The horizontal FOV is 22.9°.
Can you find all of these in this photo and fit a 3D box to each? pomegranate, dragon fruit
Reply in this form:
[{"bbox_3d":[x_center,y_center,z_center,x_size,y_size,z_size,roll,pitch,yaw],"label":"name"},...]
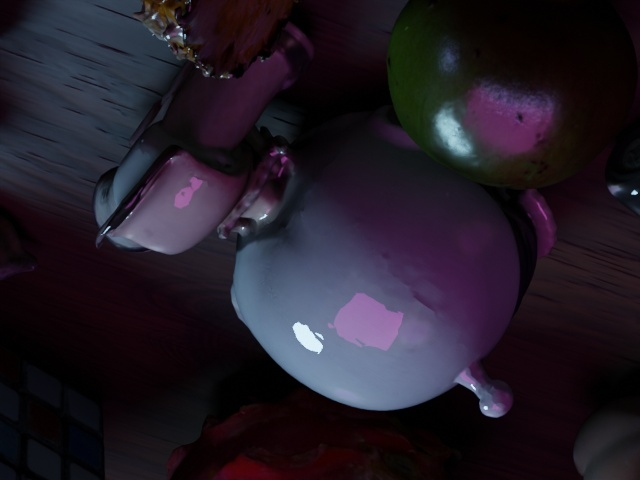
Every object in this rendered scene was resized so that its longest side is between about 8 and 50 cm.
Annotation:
[{"bbox_3d":[0.144,-0.147,1.117,0.182,0.181,0.224,12,125,-5],"label":"pomegranate"},{"bbox_3d":[-0.024,0.287,1.603,0.371,0.249,0.386,11,147,-29],"label":"dragon fruit"}]

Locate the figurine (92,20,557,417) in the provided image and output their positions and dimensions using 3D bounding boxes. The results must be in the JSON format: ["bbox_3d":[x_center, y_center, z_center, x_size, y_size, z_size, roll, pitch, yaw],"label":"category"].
[{"bbox_3d":[-0.005,0.005,1.278,0.361,0.211,0.253,28,136,-21],"label":"figurine"}]

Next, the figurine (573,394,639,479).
[{"bbox_3d":[0.357,0.295,1.556,0.248,0.276,0.388,18,143,26],"label":"figurine"}]

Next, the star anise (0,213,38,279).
[{"bbox_3d":[-0.359,-0.023,1.416,0.172,0.063,0.208,3,141,12],"label":"star anise"}]

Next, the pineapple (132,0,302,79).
[{"bbox_3d":[-0.134,-0.265,1.009,0.272,0.262,0.262,26,143,15],"label":"pineapple"}]

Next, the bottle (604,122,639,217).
[{"bbox_3d":[0.339,-0.009,1.318,0.254,0.079,0.096,33,172,-27],"label":"bottle"}]

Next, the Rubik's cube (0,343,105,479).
[{"bbox_3d":[-0.404,0.272,1.551,0.293,0.287,0.292,35,115,-30],"label":"Rubik's cube"}]
